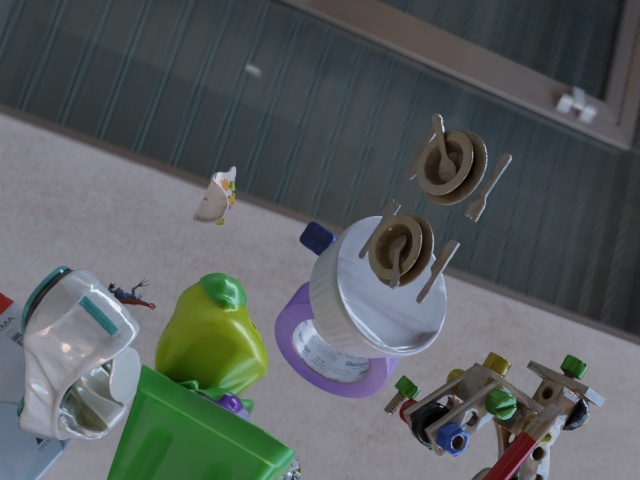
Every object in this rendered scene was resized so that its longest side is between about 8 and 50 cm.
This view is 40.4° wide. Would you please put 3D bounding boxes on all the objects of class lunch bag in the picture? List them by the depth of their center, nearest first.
[{"bbox_3d":[0.000,0.000,2.159,0.098,0.065,0.067,38,-85,28],"label":"lunch bag"}]

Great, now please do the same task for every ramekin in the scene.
[{"bbox_3d":[0.100,0.100,1.649,0.127,0.273,0.272,-30,-139,48],"label":"ramekin"}]

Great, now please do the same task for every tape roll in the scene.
[{"bbox_3d":[0.039,0.215,1.900,0.090,0.275,0.275,-52,179,-44],"label":"tape roll"}]

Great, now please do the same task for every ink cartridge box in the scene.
[{"bbox_3d":[-0.564,0.223,1.380,0.308,0.385,0.091,-50,-168,-29],"label":"ink cartridge box"}]

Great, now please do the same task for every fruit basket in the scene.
[{"bbox_3d":[-0.155,0.250,1.329,0.392,0.283,0.392,-60,175,-9],"label":"fruit basket"}]

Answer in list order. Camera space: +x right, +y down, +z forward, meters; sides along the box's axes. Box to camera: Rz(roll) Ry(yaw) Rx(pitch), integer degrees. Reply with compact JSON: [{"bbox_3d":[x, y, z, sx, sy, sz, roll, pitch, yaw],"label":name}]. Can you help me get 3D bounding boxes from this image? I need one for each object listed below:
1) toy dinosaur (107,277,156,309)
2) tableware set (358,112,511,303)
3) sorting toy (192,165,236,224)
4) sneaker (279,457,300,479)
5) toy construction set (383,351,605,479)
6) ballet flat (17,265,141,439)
[{"bbox_3d":[-0.327,0.106,1.495,0.090,0.082,0.047,-45,152,-22],"label":"toy dinosaur"},{"bbox_3d":[0.110,-0.039,0.953,0.128,0.039,0.194,38,-80,49],"label":"tableware set"},{"bbox_3d":[-0.141,-0.069,1.248,0.083,0.045,0.075,-58,-171,40],"label":"sorting toy"},{"bbox_3d":[-0.150,0.584,2.041,0.145,0.147,0.384,-50,-173,15],"label":"sneaker"},{"bbox_3d":[0.268,0.231,1.165,0.237,0.257,0.309,-49,180,-5],"label":"toy construction set"},{"bbox_3d":[-0.286,0.171,1.047,0.400,0.139,0.139,118,-16,-56],"label":"ballet flat"}]
